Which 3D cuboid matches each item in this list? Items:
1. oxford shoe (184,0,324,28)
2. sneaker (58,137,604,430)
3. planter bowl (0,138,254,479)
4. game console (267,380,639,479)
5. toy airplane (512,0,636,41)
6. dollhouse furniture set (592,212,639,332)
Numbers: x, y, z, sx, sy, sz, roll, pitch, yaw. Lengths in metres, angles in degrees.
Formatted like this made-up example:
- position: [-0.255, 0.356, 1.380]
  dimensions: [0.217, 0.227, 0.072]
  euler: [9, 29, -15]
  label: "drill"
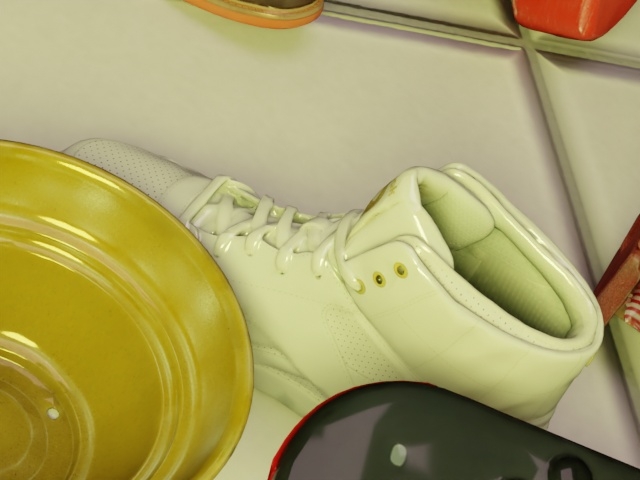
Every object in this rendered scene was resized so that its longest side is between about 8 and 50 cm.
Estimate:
- position: [-0.095, -0.236, 1.079]
  dimensions: [0.271, 0.098, 0.097]
  euler: [43, 45, 14]
  label: "oxford shoe"
- position: [0.000, 0.000, 0.865]
  dimensions: [0.292, 0.169, 0.108]
  euler: [31, 46, 4]
  label: "sneaker"
- position: [-0.146, 0.063, 0.787]
  dimensions: [0.217, 0.090, 0.217]
  euler: [15, 46, -16]
  label: "planter bowl"
- position: [0.099, 0.267, 0.681]
  dimensions: [0.342, 0.060, 0.386]
  euler: [21, 60, -4]
  label: "game console"
- position: [0.222, -0.372, 1.160]
  dimensions: [0.272, 0.384, 0.386]
  euler: [6, 53, -50]
  label: "toy airplane"
- position: [0.220, 0.103, 0.894]
  dimensions: [0.201, 0.152, 0.374]
  euler: [33, 44, 4]
  label: "dollhouse furniture set"
